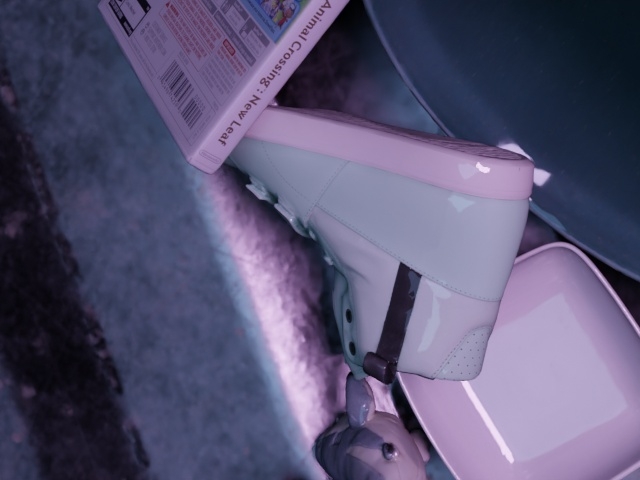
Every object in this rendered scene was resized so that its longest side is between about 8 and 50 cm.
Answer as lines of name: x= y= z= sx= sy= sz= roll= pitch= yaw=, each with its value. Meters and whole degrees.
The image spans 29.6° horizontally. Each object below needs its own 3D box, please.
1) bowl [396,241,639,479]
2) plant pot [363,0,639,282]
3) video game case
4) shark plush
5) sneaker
bowl: x=0.131 y=0.085 z=0.730 sx=0.142 sy=0.053 sz=0.142 roll=-33 pitch=82 yaw=16
plant pot: x=0.191 y=-0.124 z=0.602 sx=0.293 sy=0.293 sz=0.196 roll=37 pitch=77 yaw=13
video game case: x=-0.047 y=-0.168 z=0.727 sx=0.193 sy=0.023 sz=0.212 roll=-51 pitch=40 yaw=14
shark plush: x=0.035 y=0.153 z=0.724 sx=0.067 sy=0.161 sz=0.073 roll=-41 pitch=124 yaw=10
sneaker: x=0.000 y=0.000 z=0.718 sx=0.256 sy=0.094 sz=0.151 roll=20 pitch=105 yaw=43
